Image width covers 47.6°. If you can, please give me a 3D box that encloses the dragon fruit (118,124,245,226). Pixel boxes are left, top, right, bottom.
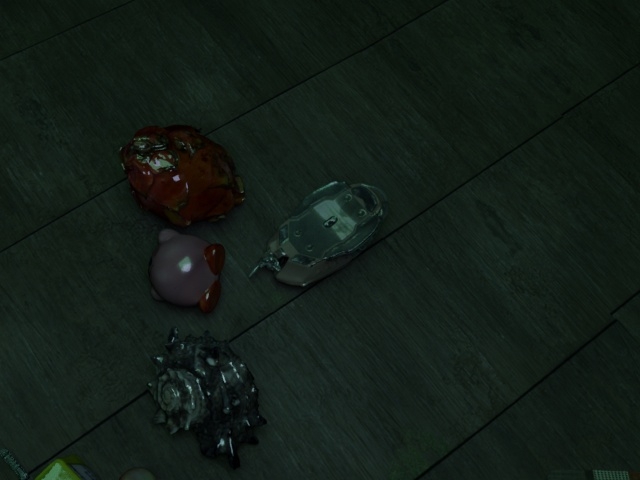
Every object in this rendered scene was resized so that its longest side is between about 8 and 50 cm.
[{"bbox_3d":[-0.326,-0.153,1.715,0.250,0.250,0.315,51,35,17],"label":"dragon fruit"}]

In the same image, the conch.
[{"bbox_3d":[-0.249,0.333,1.537,0.241,0.186,0.313,-39,92,7],"label":"conch"}]

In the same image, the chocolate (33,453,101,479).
[{"bbox_3d":[-0.499,0.607,1.392,0.301,0.137,0.289,39,67,13],"label":"chocolate"}]

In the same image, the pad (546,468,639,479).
[{"bbox_3d":[0.628,0.636,1.521,0.250,0.055,0.323,3,38,-5],"label":"pad"}]

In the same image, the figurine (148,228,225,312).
[{"bbox_3d":[-0.309,0.067,1.654,0.173,0.173,0.173,2,65,-5],"label":"figurine"}]

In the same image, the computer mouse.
[{"bbox_3d":[0.003,0.003,1.750,0.389,0.115,0.199,-34,56,-7],"label":"computer mouse"}]

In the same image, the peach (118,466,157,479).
[{"bbox_3d":[-0.376,0.506,1.487,0.083,0.083,0.083,2,65,-5],"label":"peach"}]

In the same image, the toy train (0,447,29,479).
[{"bbox_3d":[-0.637,0.466,1.510,0.083,0.017,0.017,43,66,13],"label":"toy train"}]
